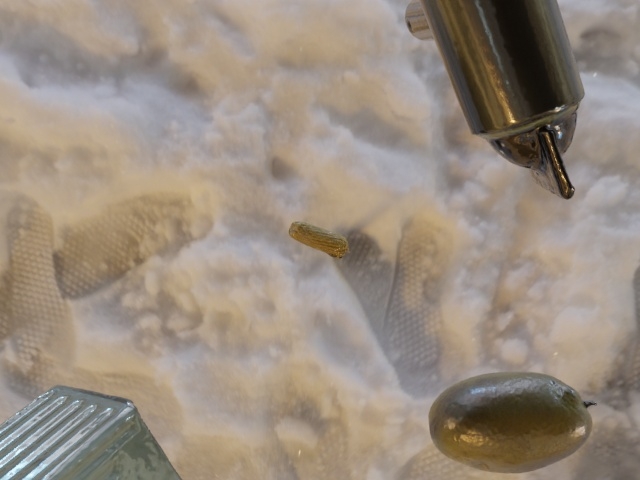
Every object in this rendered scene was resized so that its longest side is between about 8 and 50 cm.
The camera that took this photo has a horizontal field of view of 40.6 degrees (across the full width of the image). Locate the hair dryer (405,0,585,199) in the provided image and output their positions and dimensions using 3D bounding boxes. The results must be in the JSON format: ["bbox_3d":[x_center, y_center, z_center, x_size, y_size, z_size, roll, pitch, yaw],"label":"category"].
[{"bbox_3d":[0.104,-0.137,0.612,0.078,0.248,0.195,-22,104,0],"label":"hair dryer"}]

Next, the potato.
[{"bbox_3d":[0.292,0.275,1.311,0.252,0.174,0.159,-14,86,15],"label":"potato"}]

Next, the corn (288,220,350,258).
[{"bbox_3d":[0.000,0.000,0.991,0.083,0.027,0.028,21,98,-32],"label":"corn"}]

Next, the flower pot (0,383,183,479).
[{"bbox_3d":[-0.284,0.300,0.932,0.239,0.209,0.189,59,37,-8],"label":"flower pot"}]
